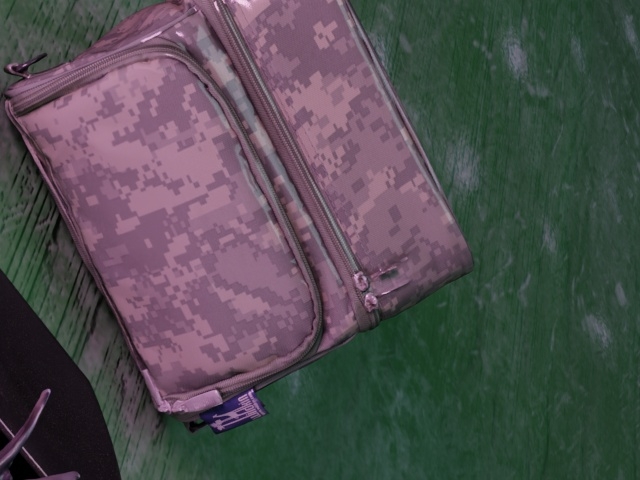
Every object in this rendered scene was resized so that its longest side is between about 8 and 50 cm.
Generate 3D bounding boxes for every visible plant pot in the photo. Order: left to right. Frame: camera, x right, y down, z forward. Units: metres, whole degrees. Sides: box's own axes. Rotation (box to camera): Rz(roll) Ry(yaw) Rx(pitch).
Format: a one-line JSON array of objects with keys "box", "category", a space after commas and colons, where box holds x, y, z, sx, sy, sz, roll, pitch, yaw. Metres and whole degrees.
[{"box": [-0.224, 0.116, 1.033, 0.187, 0.188, 0.167, 56, 17, -26], "category": "plant pot"}]

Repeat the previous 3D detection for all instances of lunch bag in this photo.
[{"box": [-0.065, -0.042, 1.345, 0.305, 0.256, 0.212, 64, -7, -11], "category": "lunch bag"}]

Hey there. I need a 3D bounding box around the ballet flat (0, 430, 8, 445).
[{"box": [-0.186, 0.157, 1.180, 0.206, 0.073, 0.067, 47, 50, -31], "category": "ballet flat"}]

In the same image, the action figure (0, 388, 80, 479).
[{"box": [-0.246, 0.157, 0.855, 0.141, 0.275, 0.164, -126, -161, -64], "category": "action figure"}]
